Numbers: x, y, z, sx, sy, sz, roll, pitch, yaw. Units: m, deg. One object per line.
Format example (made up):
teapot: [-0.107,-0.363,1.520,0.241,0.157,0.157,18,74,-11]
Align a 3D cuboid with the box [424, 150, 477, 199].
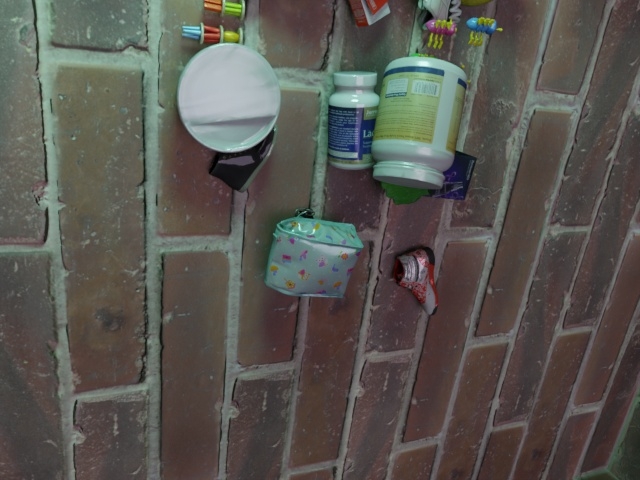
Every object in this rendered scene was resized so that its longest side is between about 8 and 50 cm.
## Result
box: [0.387,-0.225,1.734,0.207,0.108,0.153,2,110,-24]

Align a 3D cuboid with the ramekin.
ramekin: [-0.249,-0.375,1.379,0.273,0.127,0.272,-9,115,-20]

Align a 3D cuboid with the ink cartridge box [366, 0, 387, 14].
ink cartridge box: [0.165,-0.781,1.377,0.239,0.060,0.275,-50,125,-24]

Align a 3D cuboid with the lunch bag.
lunch bag: [-0.034,0.052,1.617,0.263,0.160,0.223,7,123,-18]

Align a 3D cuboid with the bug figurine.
bug figurine: [0.388,-0.565,1.559,0.217,0.072,0.279,8,146,-12]

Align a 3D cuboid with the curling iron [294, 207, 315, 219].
curling iron: [0.000,0.000,1.705,0.068,0.035,0.274,-36,121,-5]

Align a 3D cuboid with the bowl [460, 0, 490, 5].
bowl: [0.488,-0.821,1.489,0.290,0.156,0.289,-9,115,-21]

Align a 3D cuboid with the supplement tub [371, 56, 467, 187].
supplement tub: [0.263,-0.311,1.437,0.229,0.228,0.315,10,91,-27]

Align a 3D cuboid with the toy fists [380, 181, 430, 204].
toy fists: [0.247,-0.250,1.627,0.142,0.096,0.279,-10,97,22]

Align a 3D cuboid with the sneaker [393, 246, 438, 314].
sneaker: [0.338,0.161,1.895,0.145,0.090,0.269,-15,114,-16]

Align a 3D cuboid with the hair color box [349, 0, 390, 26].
hair color box: [0.120,-0.684,1.435,0.093,0.053,0.167,-39,124,-25]

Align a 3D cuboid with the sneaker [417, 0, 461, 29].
sneaker: [0.329,-0.702,1.451,0.119,0.110,0.292,-17,150,-1]

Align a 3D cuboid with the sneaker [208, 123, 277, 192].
sneaker: [-0.214,-0.250,1.474,0.118,0.083,0.222,26,101,-30]

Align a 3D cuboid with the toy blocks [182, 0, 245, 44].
toy blocks: [-0.272,-0.557,1.331,0.148,0.054,0.123,-1,113,-23]

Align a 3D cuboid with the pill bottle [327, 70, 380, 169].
pill bottle: [0.097,-0.349,1.526,0.153,0.153,0.264,-10,116,-20]
